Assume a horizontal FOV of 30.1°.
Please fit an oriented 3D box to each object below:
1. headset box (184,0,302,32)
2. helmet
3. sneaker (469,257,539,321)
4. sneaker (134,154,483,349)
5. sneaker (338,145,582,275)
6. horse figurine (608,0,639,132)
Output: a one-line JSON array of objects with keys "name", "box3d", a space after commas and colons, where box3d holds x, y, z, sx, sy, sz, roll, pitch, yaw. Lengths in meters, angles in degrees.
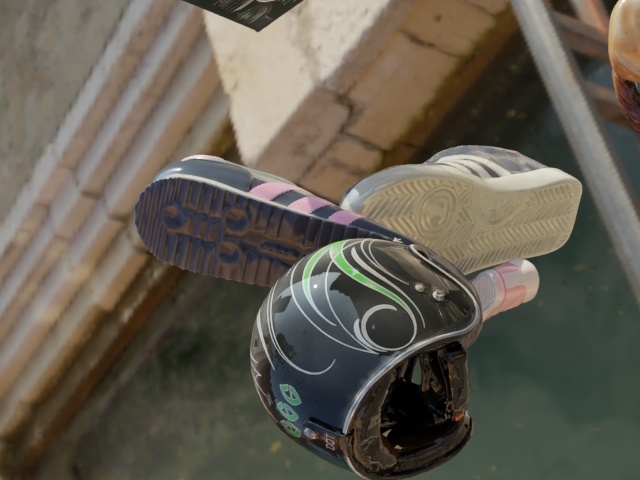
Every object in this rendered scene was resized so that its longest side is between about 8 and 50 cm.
[{"name": "headset box", "box3d": [-0.108, -0.347, 1.126, 0.131, 0.283, 0.246, -33, 84, 15]}, {"name": "helmet", "box3d": [0.032, 0.078, 0.862, 0.161, 0.169, 0.169, 44, 116, 46]}, {"name": "sneaker", "box3d": [0.180, 0.055, 1.230, 0.051, 0.070, 0.134, 69, 158, 11]}, {"name": "sneaker", "box3d": [0.000, 0.000, 1.073, 0.131, 0.319, 0.112, -69, 3, -67]}, {"name": "sneaker", "box3d": [0.125, -0.040, 1.294, 0.148, 0.350, 0.131, 31, 113, 42]}, {"name": "horse figurine", "box3d": [0.298, -0.187, 0.941, 0.174, 0.066, 0.263, 31, 115, 31]}]
